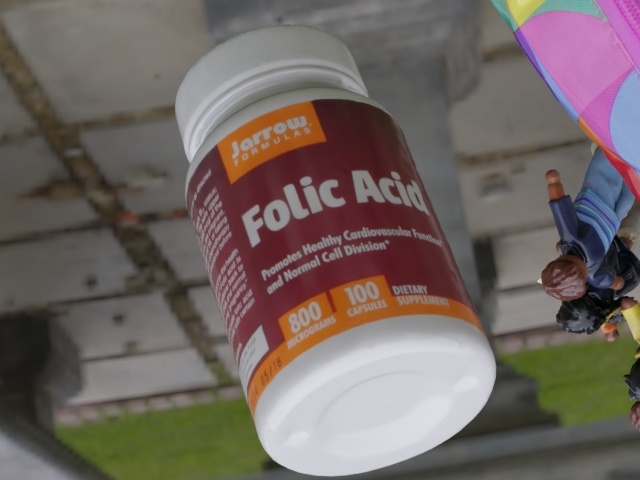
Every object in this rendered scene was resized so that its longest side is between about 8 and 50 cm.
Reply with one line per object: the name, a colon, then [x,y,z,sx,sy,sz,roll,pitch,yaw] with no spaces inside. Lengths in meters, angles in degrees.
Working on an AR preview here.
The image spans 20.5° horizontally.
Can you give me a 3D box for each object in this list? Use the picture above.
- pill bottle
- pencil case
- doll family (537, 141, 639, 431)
pill bottle: [0.000,0.000,1.654,0.224,0.392,0.224,-14,146,-10]
pencil case: [0.135,-0.063,0.664,0.104,0.236,0.104,-33,172,-5]
doll family: [0.176,0.034,1.006,0.193,0.111,0.076,45,143,-14]
